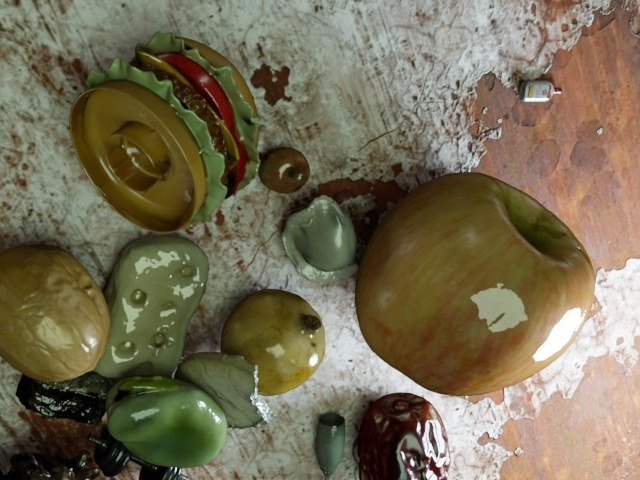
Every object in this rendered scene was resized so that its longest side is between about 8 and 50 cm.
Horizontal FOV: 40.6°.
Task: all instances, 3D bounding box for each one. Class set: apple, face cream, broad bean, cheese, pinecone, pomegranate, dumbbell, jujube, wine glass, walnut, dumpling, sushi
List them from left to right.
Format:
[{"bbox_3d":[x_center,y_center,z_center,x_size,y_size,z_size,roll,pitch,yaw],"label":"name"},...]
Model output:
[{"bbox_3d":[-0.481,0.461,1.417,0.244,0.243,0.257,17,92,-26],"label":"pinecone"},{"bbox_3d":[-0.424,0.113,1.323,0.193,0.193,0.225,-37,103,-5],"label":"walnut"},{"bbox_3d":[-0.424,0.248,1.437,0.150,0.090,0.078,20,110,-21],"label":"sushi"},{"bbox_3d":[-0.320,0.385,1.524,0.208,0.099,0.099,34,95,-29],"label":"dumbbell"},{"bbox_3d":[-0.282,0.115,1.440,0.159,0.093,0.262,13,105,-27],"label":"cheese"},{"bbox_3d":[-0.255,0.298,1.437,0.169,0.100,0.228,-28,129,5],"label":"broad bean"},{"bbox_3d":[-0.075,0.172,1.492,0.196,0.196,0.196,-7,112,-19],"label":"pomegranate"},{"bbox_3d":[-0.062,-0.119,1.449,0.084,0.071,0.084,-12,119,-24],"label":"apple"},{"bbox_3d":[0.000,0.000,1.505,0.127,0.108,0.188,-10,131,10],"label":"dumpling"},{"bbox_3d":[0.014,0.436,1.695,0.066,0.066,0.198,-4,111,-20],"label":"wine glass"},{"bbox_3d":[0.165,0.424,1.686,0.183,0.183,0.243,-9,113,-18],"label":"jujube"},{"bbox_3d":[0.250,0.082,1.480,0.391,0.391,0.346,25,118,-27],"label":"apple"},{"bbox_3d":[0.408,-0.276,1.598,0.083,0.021,0.040,-5,112,-20],"label":"face cream"}]

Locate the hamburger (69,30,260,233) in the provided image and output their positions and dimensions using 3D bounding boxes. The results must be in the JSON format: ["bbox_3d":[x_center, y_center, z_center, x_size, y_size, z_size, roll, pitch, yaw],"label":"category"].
[{"bbox_3d":[-0.211,-0.166,1.271,0.212,0.274,0.274,-48,126,-40],"label":"hamburger"}]

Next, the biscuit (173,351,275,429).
[{"bbox_3d":[-0.164,0.264,1.479,0.188,0.265,0.040,34,52,-4],"label":"biscuit"}]
